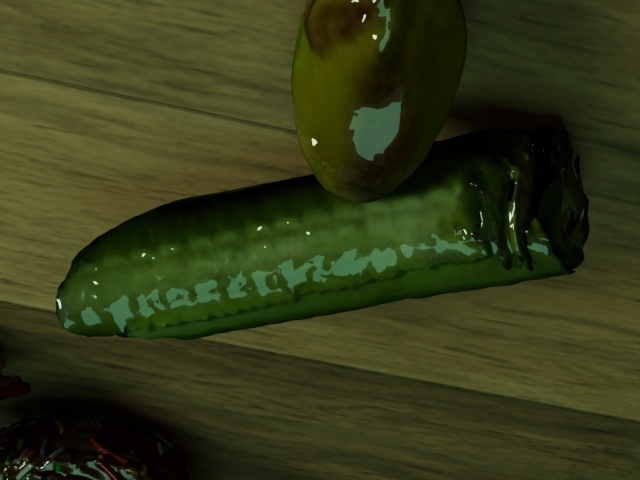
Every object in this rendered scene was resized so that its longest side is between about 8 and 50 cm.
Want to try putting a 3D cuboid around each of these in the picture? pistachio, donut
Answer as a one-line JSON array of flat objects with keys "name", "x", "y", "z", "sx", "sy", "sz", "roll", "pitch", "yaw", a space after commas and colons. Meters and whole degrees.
[{"name": "pistachio", "x": 0.041, "y": -0.118, "z": 1.281, "sx": 0.110, "sy": 0.100, "sz": 0.189, "roll": -9, "pitch": 126, "yaw": -24}, {"name": "donut", "x": -0.204, "y": 0.230, "z": 1.664, "sx": 0.216, "sy": 0.096, "sz": 0.230, "roll": 1, "pitch": 137, "yaw": -2}]

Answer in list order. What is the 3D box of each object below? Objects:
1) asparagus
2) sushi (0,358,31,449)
[{"name": "asparagus", "x": 0.000, "y": 0.000, "z": 1.383, "sx": 0.382, "sy": 0.128, "sz": 0.108, "roll": -11, "pitch": 124, "yaw": 14}, {"name": "sushi", "x": -0.407, "y": 0.120, "z": 1.532, "sx": 0.332, "sy": 0.124, "sz": 0.130, "roll": -2, "pitch": 126, "yaw": 6}]
